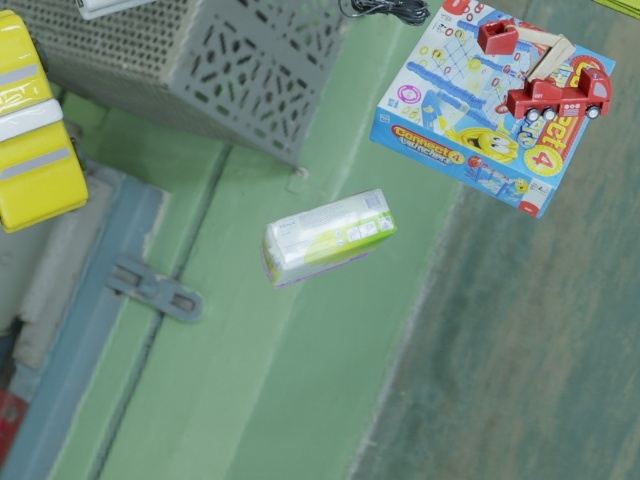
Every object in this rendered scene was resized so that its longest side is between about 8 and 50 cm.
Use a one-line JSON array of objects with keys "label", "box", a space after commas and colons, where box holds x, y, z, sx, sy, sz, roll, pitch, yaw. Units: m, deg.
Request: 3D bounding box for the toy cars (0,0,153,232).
[{"label": "toy cars", "box": [-0.227, -0.199, 0.816, 0.087, 0.177, 0.393, 11, 81, 60]}]

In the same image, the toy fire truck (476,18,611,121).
[{"label": "toy fire truck", "box": [0.308, -0.232, 1.285, 0.192, 0.135, 0.047, -3, 34, -6]}]

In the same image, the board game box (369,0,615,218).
[{"label": "board game box", "box": [0.282, -0.229, 1.531, 0.302, 0.086, 0.308, 26, 59, 9]}]

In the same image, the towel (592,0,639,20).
[{"label": "towel", "box": [0.196, -0.266, 0.773, 0.021, 0.237, 0.102, 17, 90, 68]}]

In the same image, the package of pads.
[{"label": "package of pads", "box": [0.000, 0.000, 1.793, 0.229, 0.296, 0.101, -19, 82, -10]}]

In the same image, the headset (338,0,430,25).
[{"label": "headset", "box": [0.090, -0.440, 1.337, 0.185, 0.394, 0.243, 17, 70, 4]}]
